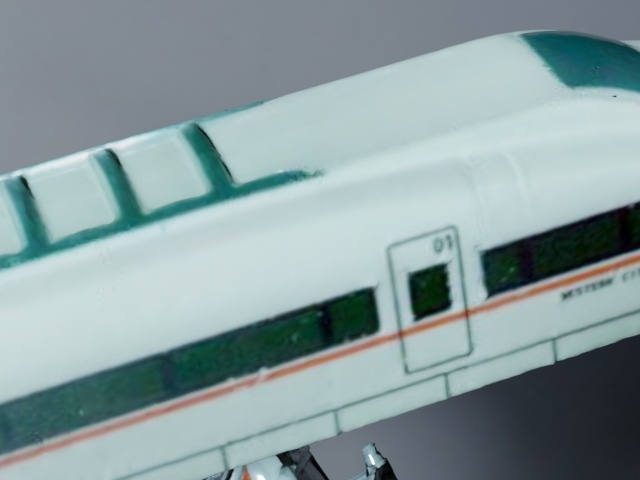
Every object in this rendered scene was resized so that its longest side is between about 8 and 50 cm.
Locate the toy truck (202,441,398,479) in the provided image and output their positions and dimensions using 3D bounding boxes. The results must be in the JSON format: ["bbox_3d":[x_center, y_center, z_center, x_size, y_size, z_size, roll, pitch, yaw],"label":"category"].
[{"bbox_3d":[-0.092,0.235,1.254,0.338,0.133,0.184,-42,89,7],"label":"toy truck"}]

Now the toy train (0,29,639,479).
[{"bbox_3d":[0.000,0.000,0.563,0.407,0.086,0.088,-17,124,-12],"label":"toy train"}]
